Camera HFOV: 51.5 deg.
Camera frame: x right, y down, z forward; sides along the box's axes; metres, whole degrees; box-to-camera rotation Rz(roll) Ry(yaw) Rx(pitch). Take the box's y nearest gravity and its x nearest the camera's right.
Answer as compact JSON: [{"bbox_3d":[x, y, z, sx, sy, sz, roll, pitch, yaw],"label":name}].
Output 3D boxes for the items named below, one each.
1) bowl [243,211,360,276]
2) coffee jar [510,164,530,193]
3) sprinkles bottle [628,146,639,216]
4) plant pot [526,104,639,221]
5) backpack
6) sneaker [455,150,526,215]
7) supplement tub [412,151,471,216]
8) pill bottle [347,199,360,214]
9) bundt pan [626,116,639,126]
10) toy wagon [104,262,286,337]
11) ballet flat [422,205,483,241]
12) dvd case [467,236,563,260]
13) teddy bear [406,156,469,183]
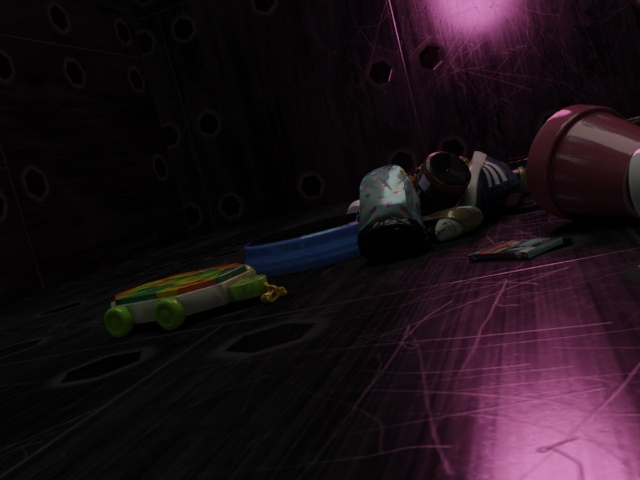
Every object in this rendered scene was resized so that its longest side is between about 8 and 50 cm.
[{"bbox_3d":[0.000,0.000,1.616,0.391,0.077,0.391,-14,6,1],"label":"bowl"},{"bbox_3d":[0.607,-0.177,1.815,0.184,0.079,0.096,-13,6,15],"label":"coffee jar"},{"bbox_3d":[0.594,-0.095,0.845,0.121,0.121,0.355,-19,8,-42],"label":"sprinkles bottle"},{"bbox_3d":[0.478,-0.118,1.098,0.201,0.201,0.180,-16,21,-18],"label":"plant pot"},{"bbox_3d":[0.142,-0.060,1.326,0.152,0.115,0.182,-9,47,16],"label":"backpack"},{"bbox_3d":[0.393,-0.106,1.519,0.148,0.131,0.350,25,32,7],"label":"sneaker"},{"bbox_3d":[0.239,-0.091,1.430,0.106,0.106,0.198,-17,-30,-29],"label":"supplement tub"},{"bbox_3d":[0.137,-0.090,2.103,0.086,0.086,0.152,-12,7,23],"label":"pill bottle"},{"bbox_3d":[0.909,-0.294,1.984,0.331,0.124,0.331,-15,5,1],"label":"bundt pan"},{"bbox_3d":[-0.224,0.099,1.247,0.344,0.068,0.267,-12,7,27],"label":"toy wagon"},{"bbox_3d":[0.236,-0.020,1.370,0.206,0.073,0.067,-13,32,39],"label":"ballet flat"},{"bbox_3d":[0.305,0.014,1.042,0.087,0.013,0.119,-18,6,-33],"label":"dvd case"},{"bbox_3d":[0.345,-0.162,2.025,0.245,0.113,0.338,-37,18,-22],"label":"teddy bear"}]
